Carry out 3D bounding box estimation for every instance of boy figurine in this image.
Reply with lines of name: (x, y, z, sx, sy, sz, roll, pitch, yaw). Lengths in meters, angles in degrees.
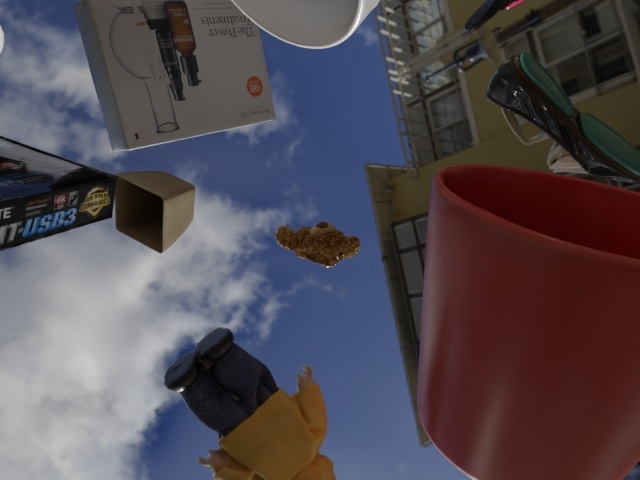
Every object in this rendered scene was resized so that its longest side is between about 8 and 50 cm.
boy figurine: (-0.063, 0.241, 0.660, 0.177, 0.092, 0.285, -44, -76, -17)

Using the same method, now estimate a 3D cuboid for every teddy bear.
teddy bear: (0.000, 0.000, 1.479, 0.338, 0.245, 0.113, 11, -83, -77)

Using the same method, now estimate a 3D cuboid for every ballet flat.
ballet flat: (0.368, -0.169, 0.786, 0.280, 0.096, 0.095, 39, -132, -6)

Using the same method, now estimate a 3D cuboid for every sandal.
sandal: (0.323, -0.416, 0.867, 0.040, 0.179, 0.067, 34, -135, -16)

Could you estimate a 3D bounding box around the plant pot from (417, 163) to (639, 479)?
plant pot: (0.209, 0.080, 0.475, 0.275, 0.275, 0.243, -13, -59, -45)

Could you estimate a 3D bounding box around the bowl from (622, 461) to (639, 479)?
bowl: (0.457, 0.290, 0.987, 0.391, 0.077, 0.391, 32, -158, -14)

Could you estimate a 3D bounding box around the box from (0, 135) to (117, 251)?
box: (-0.469, -0.073, 0.637, 0.295, 0.293, 0.073, -41, -31, -68)

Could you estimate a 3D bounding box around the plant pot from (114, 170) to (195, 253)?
plant pot: (-0.274, -0.061, 0.875, 0.096, 0.109, 0.109, -39, -32, -51)

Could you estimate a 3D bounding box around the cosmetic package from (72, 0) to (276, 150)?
cosmetic package: (-0.290, -0.368, 1.106, 0.377, 0.097, 0.284, -24, -67, -38)

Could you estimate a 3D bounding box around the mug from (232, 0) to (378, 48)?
mug: (0.018, -0.506, 0.665, 0.328, 0.276, 0.374, -55, -24, -20)

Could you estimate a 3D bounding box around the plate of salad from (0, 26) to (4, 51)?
plate of salad: (-0.514, -0.246, 0.656, 0.200, 0.200, 0.048, -30, -90, -44)
